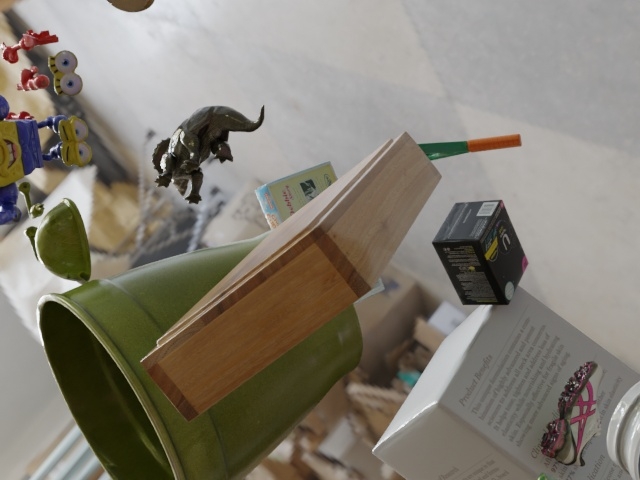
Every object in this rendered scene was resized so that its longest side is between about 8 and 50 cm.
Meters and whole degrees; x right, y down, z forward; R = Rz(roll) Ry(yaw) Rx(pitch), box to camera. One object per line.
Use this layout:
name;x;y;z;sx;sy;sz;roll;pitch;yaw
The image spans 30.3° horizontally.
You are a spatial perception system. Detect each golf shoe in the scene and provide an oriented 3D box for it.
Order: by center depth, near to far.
golf shoe;0.455;0.303;2.063;0.086;0.186;0.067;25;175;-7

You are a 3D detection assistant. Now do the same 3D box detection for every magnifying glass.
magnifying glass;0.234;-0.160;2.065;0.231;0.026;0.092;-8;174;15

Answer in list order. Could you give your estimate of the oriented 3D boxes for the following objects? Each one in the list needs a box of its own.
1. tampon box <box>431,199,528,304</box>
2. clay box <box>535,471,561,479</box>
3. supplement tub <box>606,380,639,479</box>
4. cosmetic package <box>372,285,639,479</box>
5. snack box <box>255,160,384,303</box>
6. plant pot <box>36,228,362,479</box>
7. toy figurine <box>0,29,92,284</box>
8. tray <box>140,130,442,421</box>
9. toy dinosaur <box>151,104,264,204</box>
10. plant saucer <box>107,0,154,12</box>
tampon box;0.299;0.024;2.189;0.101;0.120;0.161;-2;130;37
clay box;0.267;0.403;1.441;0.127;0.222;0.053;27;-165;-16
supplement tub;0.589;0.331;1.780;0.272;0.191;0.191;30;162;53
cosmetic package;0.385;0.360;2.286;0.394;0.329;0.327;37;147;1
snack box;0.000;0.000;2.643;0.060;0.187;0.322;-24;88;56
plant pot;-0.144;0.159;1.639;0.366;0.353;0.366;41;148;34
toy figurine;-0.456;-0.096;1.624;0.191;0.217;0.362;10;111;42
tray;-0.010;0.014;1.142;0.076;0.203;0.411;51;-160;-4
toy dinosaur;-0.218;-0.172;2.091;0.121;0.160;0.313;19;135;-27
plant saucer;-0.287;-0.367;1.751;0.083;0.083;0.015;39;143;3
